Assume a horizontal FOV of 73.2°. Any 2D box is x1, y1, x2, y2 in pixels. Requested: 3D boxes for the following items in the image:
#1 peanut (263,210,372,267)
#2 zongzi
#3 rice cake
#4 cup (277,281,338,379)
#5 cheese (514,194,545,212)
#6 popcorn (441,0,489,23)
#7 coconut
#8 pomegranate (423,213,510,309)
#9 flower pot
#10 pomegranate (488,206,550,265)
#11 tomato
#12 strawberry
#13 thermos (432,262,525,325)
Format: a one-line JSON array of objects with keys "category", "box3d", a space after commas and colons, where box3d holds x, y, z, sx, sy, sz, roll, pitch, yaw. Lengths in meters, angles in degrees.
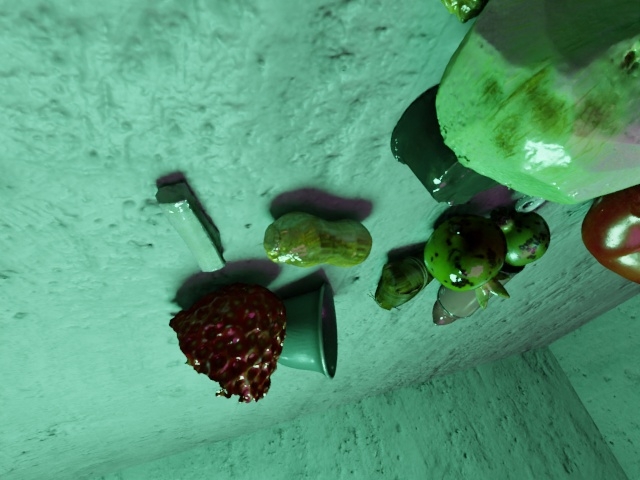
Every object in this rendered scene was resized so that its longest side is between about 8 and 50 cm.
[{"category": "peanut", "box3d": [0.000, 0.000, 0.688, 0.206, 0.087, 0.087, 3, 143, -39]}, {"category": "zongzi", "box3d": [0.212, 0.084, 0.975, 0.184, 0.084, 0.187, -24, 159, -15]}, {"category": "rice cake", "box3d": [-0.177, -0.008, 0.614, 0.047, 0.036, 0.207, -7, 150, 1]}, {"category": "cup", "box3d": [-0.050, 0.193, 0.908, 0.149, 0.199, 0.199, -5, 152, 10]}, {"category": "cheese", "box3d": [0.458, -0.137, 0.750, 0.163, 0.082, 0.286, 4, 143, -35]}, {"category": "popcorn", "box3d": [0.132, -0.246, 0.393, 0.059, 0.068, 0.083, -27, 115, -5]}, {"category": "coconut", "box3d": [0.237, -0.144, 0.401, 0.204, 0.236, 0.236, -23, 153, -22]}, {"category": "pomegranate", "box3d": [0.302, 0.043, 0.840, 0.220, 0.156, 0.156, 43, 121, -13]}, {"category": "flower pot", "box3d": [0.188, -0.122, 0.582, 0.157, 0.107, 0.157, -17, 149, -10]}, {"category": "pomegranate", "box3d": [0.400, -0.017, 0.894, 0.161, 0.122, 0.122, 33, 125, -22]}, {"category": "tomato", "box3d": [0.740, -0.039, 0.935, 0.299, 0.298, 0.226, -51, 179, 42]}, {"category": "strawberry", "box3d": [-0.148, 0.162, 0.798, 0.178, 0.234, 0.234, -50, 148, -3]}, {"category": "thermos", "box3d": [0.378, 0.107, 1.096, 0.109, 0.136, 0.330, 14, 144, -3]}]
